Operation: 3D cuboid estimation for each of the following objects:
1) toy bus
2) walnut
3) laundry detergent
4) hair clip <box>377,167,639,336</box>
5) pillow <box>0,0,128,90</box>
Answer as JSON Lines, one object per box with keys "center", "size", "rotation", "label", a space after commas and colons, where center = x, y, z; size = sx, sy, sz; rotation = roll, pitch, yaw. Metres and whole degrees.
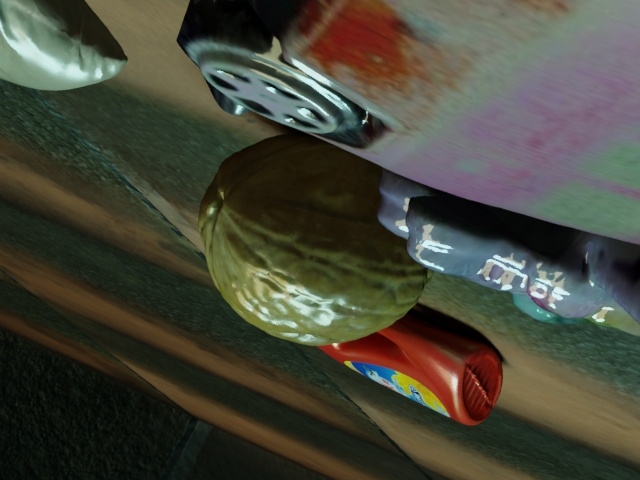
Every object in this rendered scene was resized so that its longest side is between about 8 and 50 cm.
{"center": [0.058, -0.082, 0.381], "size": [0.147, 0.128, 0.303], "rotation": [24, 169, -4], "label": "toy bus"}
{"center": [0.000, 0.000, 0.968], "size": [0.124, 0.105, 0.105], "rotation": [15, 174, -23], "label": "walnut"}
{"center": [0.036, 0.065, 1.295], "size": [0.165, 0.049, 0.097], "rotation": [22, 161, 28], "label": "laundry detergent"}
{"center": [0.102, 0.000, 0.719], "size": [0.137, 0.090, 0.278], "rotation": [10, 180, -30], "label": "hair clip"}
{"center": [-0.220, -0.155, 0.843], "size": [0.270, 0.067, 0.173], "rotation": [37, 170, -37], "label": "pillow"}
